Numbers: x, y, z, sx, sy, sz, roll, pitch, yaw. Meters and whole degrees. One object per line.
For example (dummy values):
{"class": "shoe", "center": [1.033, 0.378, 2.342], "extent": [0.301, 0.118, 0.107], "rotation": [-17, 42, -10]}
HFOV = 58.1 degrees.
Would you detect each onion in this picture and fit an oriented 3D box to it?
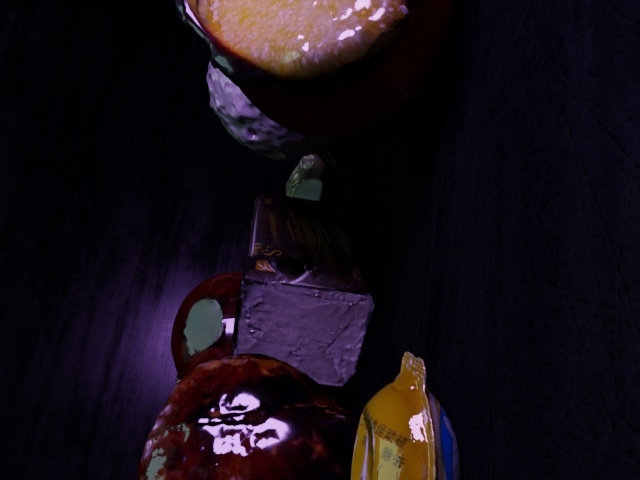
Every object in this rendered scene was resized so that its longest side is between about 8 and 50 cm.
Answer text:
{"class": "onion", "center": [-0.155, 0.221, 1.200], "extent": [0.341, 0.342, 0.340], "rotation": [-169, 90, -83]}

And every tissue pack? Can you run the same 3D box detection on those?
{"class": "tissue pack", "center": [-0.036, 0.068, 1.010], "extent": [0.370, 0.210, 0.198], "rotation": [-97, 14, -65]}

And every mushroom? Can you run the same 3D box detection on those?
{"class": "mushroom", "center": [-0.018, -0.094, 1.581], "extent": [0.270, 0.103, 0.117], "rotation": [86, -159, -74]}

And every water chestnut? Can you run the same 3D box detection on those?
{"class": "water chestnut", "center": [-0.064, 0.268, 0.649], "extent": [0.244, 0.289, 0.289], "rotation": [-50, 3, -9]}

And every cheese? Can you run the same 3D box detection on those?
{"class": "cheese", "center": [0.063, 0.231, 0.485], "extent": [0.177, 0.069, 0.270], "rotation": [154, 124, -82]}

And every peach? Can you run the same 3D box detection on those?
{"class": "peach", "center": [0.014, -0.320, 0.744], "extent": [0.339, 0.353, 0.416], "rotation": [-26, 26, 22]}

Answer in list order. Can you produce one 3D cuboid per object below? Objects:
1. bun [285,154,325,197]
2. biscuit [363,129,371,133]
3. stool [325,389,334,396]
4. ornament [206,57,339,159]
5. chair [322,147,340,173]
{"class": "bun", "center": [-0.056, -0.168, 1.875], "extent": [0.210, 0.116, 0.236], "rotation": [157, 121, -82]}
{"class": "biscuit", "center": [0.087, -0.251, 1.244], "extent": [0.048, 0.026, 0.292], "rotation": [-61, 9, 7]}
{"class": "stool", "center": [-0.074, 0.312, 0.964], "extent": [0.198, 0.196, 0.195], "rotation": [-87, 9, -73]}
{"class": "ornament", "center": [-0.073, -0.340, 1.202], "extent": [0.337, 0.338, 0.336], "rotation": [-169, 90, -83]}
{"class": "chair", "center": [0.027, -0.349, 1.442], "extent": [0.325, 0.170, 0.160], "rotation": [61, 179, 2]}
